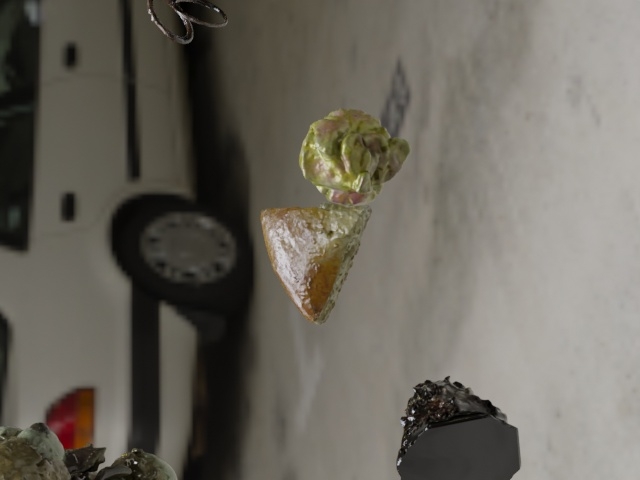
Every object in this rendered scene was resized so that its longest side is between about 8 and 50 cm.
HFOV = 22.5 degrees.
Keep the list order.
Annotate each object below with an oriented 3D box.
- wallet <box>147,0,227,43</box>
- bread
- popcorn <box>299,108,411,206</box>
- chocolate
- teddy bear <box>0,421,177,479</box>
[{"bbox_3d":[-0.158,-0.282,1.181,0.068,0.335,0.274,42,120,33],"label":"wallet"},{"bbox_3d":[-0.021,0.000,1.861,0.136,0.054,0.154,35,106,31],"label":"bread"},{"bbox_3d":[0.030,-0.086,1.613,0.089,0.109,0.096,-13,62,54],"label":"popcorn"},{"bbox_3d":[0.145,0.209,1.845,0.133,0.156,0.156,-105,19,-47],"label":"chocolate"},{"bbox_3d":[-0.331,0.286,1.846,0.256,0.267,0.156,42,-121,-62],"label":"teddy bear"}]
